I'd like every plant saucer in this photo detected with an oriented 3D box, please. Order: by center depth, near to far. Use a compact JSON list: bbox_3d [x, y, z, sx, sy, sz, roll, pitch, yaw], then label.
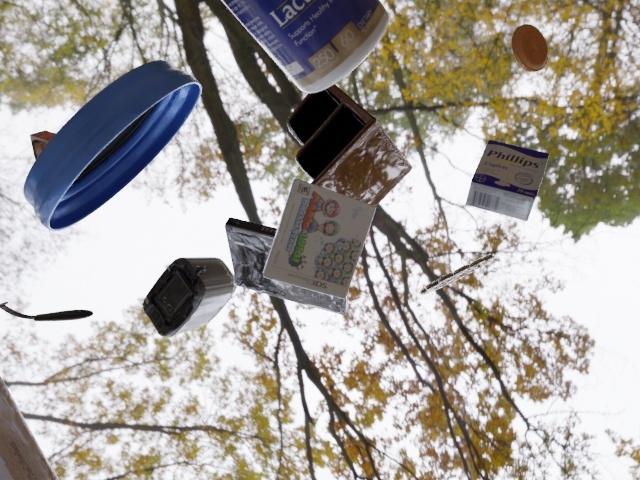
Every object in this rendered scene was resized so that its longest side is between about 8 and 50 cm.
[{"bbox_3d":[0.362,-0.331,0.969,0.083,0.083,0.013,-52,-162,-22],"label":"plant saucer"}]

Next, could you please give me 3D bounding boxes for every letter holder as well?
[{"bbox_3d":[0.039,-0.165,1.200,0.214,0.302,0.152,-48,-114,8],"label":"letter holder"}]

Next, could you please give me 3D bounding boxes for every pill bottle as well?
[{"bbox_3d":[-0.049,-0.326,0.694,0.153,0.264,0.153,-35,-152,22],"label":"pill bottle"}]

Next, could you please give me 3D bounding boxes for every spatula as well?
[{"bbox_3d":[-0.620,0.154,1.189,0.296,0.031,0.084,2,-168,5],"label":"spatula"}]

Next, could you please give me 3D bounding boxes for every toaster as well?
[{"bbox_3d":[-0.299,0.121,1.332,0.129,0.146,0.227,49,-65,19],"label":"toaster"}]

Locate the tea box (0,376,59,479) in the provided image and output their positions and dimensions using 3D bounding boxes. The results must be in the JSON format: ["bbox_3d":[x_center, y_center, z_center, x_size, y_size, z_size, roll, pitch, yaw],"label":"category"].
[{"bbox_3d":[-0.361,0.197,0.432,0.323,0.329,0.220,13,-144,41],"label":"tea box"}]

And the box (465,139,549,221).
[{"bbox_3d":[0.373,-0.122,1.128,0.126,0.072,0.137,18,-127,17],"label":"box"}]

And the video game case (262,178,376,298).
[{"bbox_3d":[0.000,0.000,0.877,0.019,0.143,0.157,24,-84,67],"label":"video game case"}]

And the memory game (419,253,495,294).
[{"bbox_3d":[0.302,0.076,1.249,0.186,0.186,0.012,-26,-103,-3],"label":"memory game"}]

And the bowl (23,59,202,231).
[{"bbox_3d":[-0.385,-0.181,1.060,0.077,0.391,0.391,44,-110,-8],"label":"bowl"}]

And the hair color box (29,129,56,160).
[{"bbox_3d":[-0.558,-0.188,1.220,0.141,0.072,0.043,16,-148,25],"label":"hair color box"}]

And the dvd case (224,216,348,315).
[{"bbox_3d":[-0.061,0.052,1.083,0.238,0.179,0.030,13,-133,14],"label":"dvd case"}]
